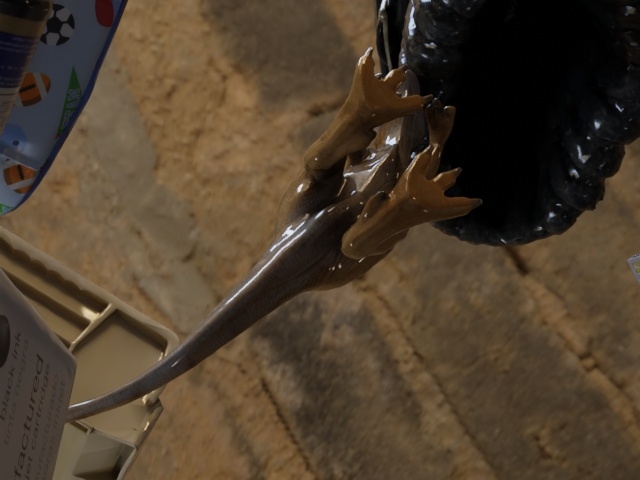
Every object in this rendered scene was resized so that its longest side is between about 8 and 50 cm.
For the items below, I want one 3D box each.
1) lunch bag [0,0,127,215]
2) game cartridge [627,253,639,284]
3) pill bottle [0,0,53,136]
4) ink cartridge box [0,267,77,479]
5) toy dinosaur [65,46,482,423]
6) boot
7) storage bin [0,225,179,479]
[{"bbox_3d":[-0.293,-0.178,1.265,0.115,0.243,0.303,28,-85,-31],"label":"lunch bag"},{"bbox_3d":[0.330,0.038,1.342,0.017,0.083,0.056,-31,-96,-1],"label":"game cartridge"},{"bbox_3d":[-0.273,-0.088,0.901,0.123,0.219,0.123,24,-167,-6],"label":"pill bottle"},{"bbox_3d":[-0.131,0.059,0.266,0.092,0.219,0.160,7,-111,6],"label":"ink cartridge box"},{"bbox_3d":[0.000,0.000,0.476,0.064,0.112,0.211,44,-130,4],"label":"toy dinosaur"},{"bbox_3d":[0.098,-0.081,0.709,0.131,0.348,0.260,-15,-135,5],"label":"boot"},{"bbox_3d":[-0.273,0.134,1.113,0.260,0.262,0.123,31,-137,0],"label":"storage bin"}]
